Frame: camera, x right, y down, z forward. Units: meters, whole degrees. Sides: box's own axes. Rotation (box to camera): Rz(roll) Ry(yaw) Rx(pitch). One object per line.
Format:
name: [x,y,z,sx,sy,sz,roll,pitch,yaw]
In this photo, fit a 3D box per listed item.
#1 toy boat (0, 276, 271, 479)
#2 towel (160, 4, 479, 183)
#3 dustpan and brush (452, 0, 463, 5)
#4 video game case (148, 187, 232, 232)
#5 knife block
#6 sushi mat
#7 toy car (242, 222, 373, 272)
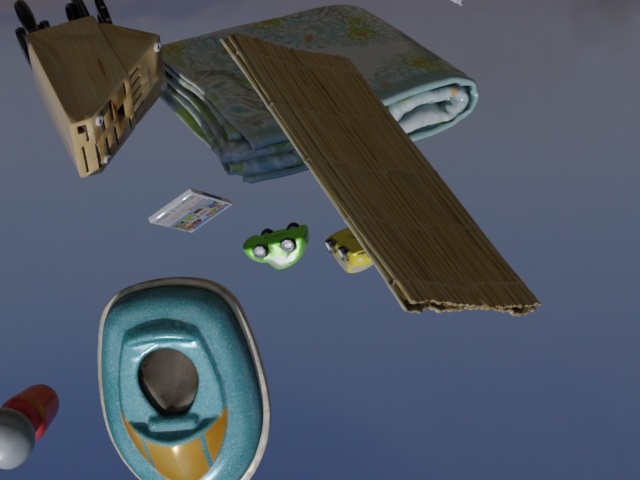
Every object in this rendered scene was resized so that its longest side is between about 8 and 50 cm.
toy boat: [-0.213,0.185,1.467,0.318,0.267,0.148,-10,-169,12]
towel: [-0.020,-0.218,1.844,0.374,0.090,0.320,-16,-142,-23]
dustpan and brush: [0.197,-0.474,2.169,0.060,0.147,0.211,-13,-152,-23]
video game case: [-0.201,-0.046,2.090,0.087,0.011,0.122,-34,160,18]
knife block: [-0.335,-0.218,1.738,0.242,0.088,0.276,13,-134,17]
sushi mat: [0.043,-0.055,1.067,0.151,0.019,0.316,7,-141,-44]
toy car: [0.000,0.000,1.943,0.225,0.053,0.239,-12,-158,15]
